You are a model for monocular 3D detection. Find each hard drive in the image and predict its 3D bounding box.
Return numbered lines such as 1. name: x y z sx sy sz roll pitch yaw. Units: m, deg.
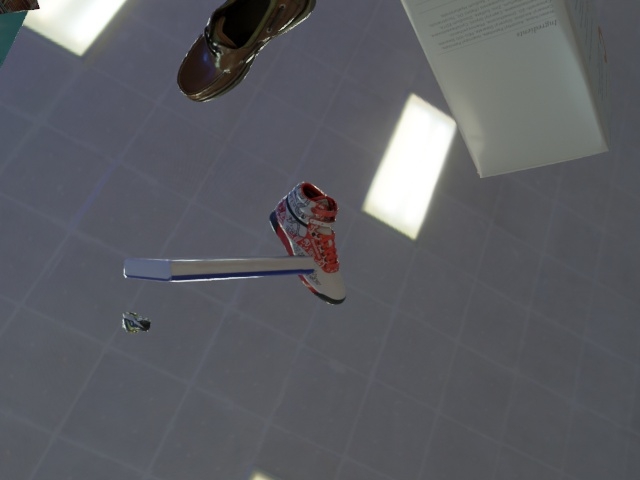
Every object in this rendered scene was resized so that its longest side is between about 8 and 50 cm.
1. hard drive: -0.202 0.053 1.273 0.318 0.210 0.040 -1 -90 -39

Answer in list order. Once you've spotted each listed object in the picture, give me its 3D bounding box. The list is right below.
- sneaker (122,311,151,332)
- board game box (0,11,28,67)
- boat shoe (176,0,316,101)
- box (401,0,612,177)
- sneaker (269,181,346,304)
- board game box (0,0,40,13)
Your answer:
1. sneaker: -0.349 0.161 1.197 0.031 0.083 0.035 5 -82 -43
2. board game box: -0.621 -0.369 0.992 0.254 0.079 0.336 29 -96 -51
3. boat shoe: -0.150 -0.343 1.047 0.111 0.307 0.104 55 -152 4
4. box: 0.231 -0.286 0.772 0.345 0.168 0.215 56 -141 -31
5. sneaker: -0.001 0.000 1.386 0.090 0.145 0.270 -11 -118 -49
6. board game box: -0.369 -0.324 0.564 0.165 0.243 0.042 -19 -140 -26
